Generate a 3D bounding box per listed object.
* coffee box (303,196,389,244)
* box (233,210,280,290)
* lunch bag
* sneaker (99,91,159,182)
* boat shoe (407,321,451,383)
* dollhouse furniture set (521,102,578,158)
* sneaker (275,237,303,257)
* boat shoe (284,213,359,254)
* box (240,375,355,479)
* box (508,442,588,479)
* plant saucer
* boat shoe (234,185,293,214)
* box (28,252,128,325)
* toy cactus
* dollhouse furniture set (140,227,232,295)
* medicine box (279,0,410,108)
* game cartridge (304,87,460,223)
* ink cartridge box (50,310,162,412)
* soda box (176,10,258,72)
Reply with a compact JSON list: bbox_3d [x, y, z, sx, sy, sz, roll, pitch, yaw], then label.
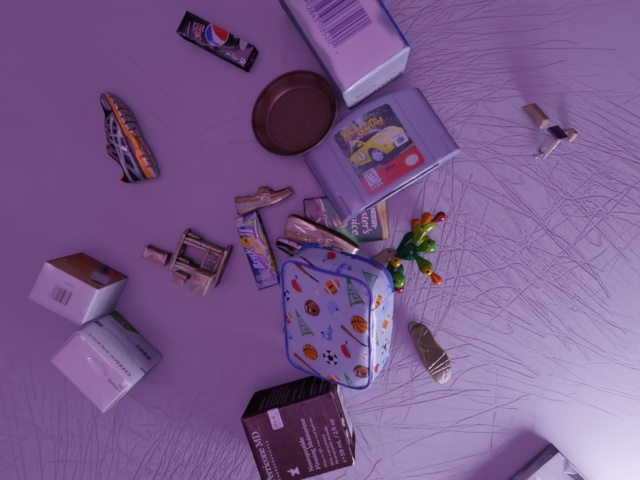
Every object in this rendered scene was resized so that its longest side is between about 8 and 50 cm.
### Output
[{"bbox_3d":[0.058,-0.048,1.407,0.184,0.040,0.113,-5,94,4],"label":"coffee box"},{"bbox_3d":[-0.139,0.022,1.415,0.054,0.059,0.169,-18,94,4],"label":"box"},{"bbox_3d":[0.025,0.152,1.325,0.243,0.115,0.303,15,121,27],"label":"lunch bag"},{"bbox_3d":[-0.440,-0.225,1.403,0.083,0.084,0.215,-23,94,10],"label":"sneaker"},{"bbox_3d":[0.243,0.251,1.425,0.056,0.048,0.153,-34,99,-7],"label":"boat shoe"},{"bbox_3d":[0.479,-0.239,1.384,0.114,0.091,0.081,55,138,20],"label":"dollhouse furniture set"},{"bbox_3d":[-0.036,0.058,1.410,0.170,0.063,0.075,34,90,-5],"label":"sneaker"},{"bbox_3d":[0.000,0.000,1.367,0.170,0.063,0.059,25,100,11],"label":"boat shoe"},{"bbox_3d":[-0.041,0.408,1.388,0.203,0.167,0.168,-18,94,5],"label":"box"},{"bbox_3d":[0.504,0.603,1.429,0.231,0.056,0.183,-43,92,5],"label":"box"},{"bbox_3d":[-0.053,-0.270,1.371,0.198,0.036,0.199,-5,76,20],"label":"plant saucer"},{"bbox_3d":[-0.128,-0.097,1.409,0.135,0.050,0.045,-19,99,5],"label":"boat shoe"},{"bbox_3d":[-0.524,0.102,1.388,0.130,0.170,0.091,27,97,1],"label":"box"},{"bbox_3d":[0.184,0.034,1.363,0.112,0.219,0.180,42,141,-24],"label":"toy cactus"},{"bbox_3d":[-0.301,0.029,1.374,0.181,0.161,0.101,22,96,0],"label":"dollhouse furniture set"},{"bbox_3d":[0.041,-0.420,1.252,0.149,0.289,0.263,-33,92,8],"label":"medicine box"},{"bbox_3d":[0.124,-0.193,1.364,0.294,0.060,0.196,-32,77,1],"label":"game cartridge"},{"bbox_3d":[-0.455,0.255,1.373,0.092,0.219,0.160,-45,91,5],"label":"ink cartridge box"},{"bbox_3d":[-0.223,-0.432,1.382,0.169,0.060,0.053,27,95,1],"label":"soda box"}]
